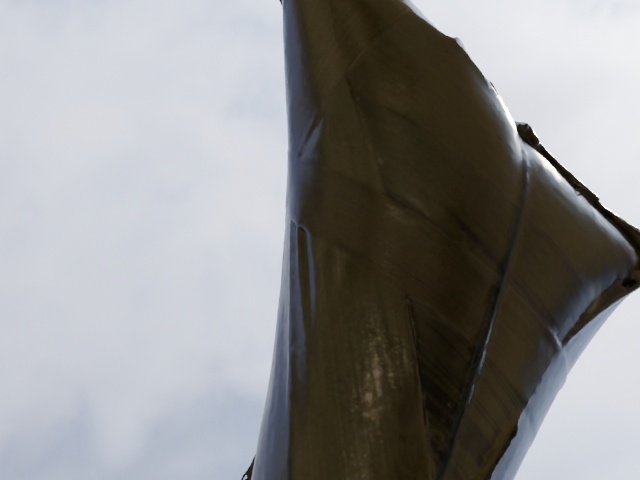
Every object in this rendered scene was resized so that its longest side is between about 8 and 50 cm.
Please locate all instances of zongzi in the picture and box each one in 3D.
[{"bbox_3d":[0.000,0.000,0.518,0.289,0.123,0.260,48,-122,-14],"label":"zongzi"}]
